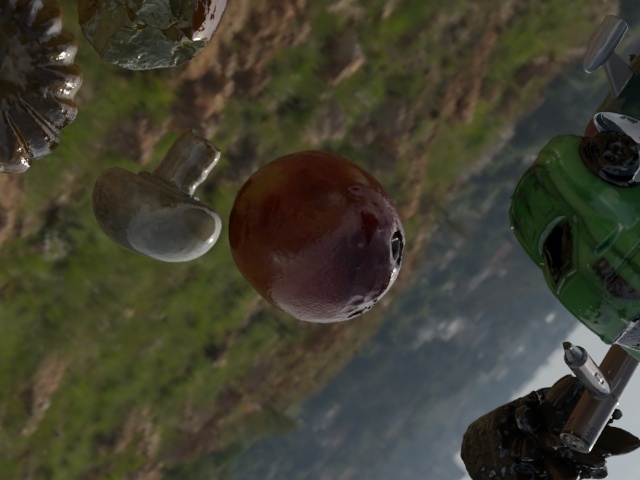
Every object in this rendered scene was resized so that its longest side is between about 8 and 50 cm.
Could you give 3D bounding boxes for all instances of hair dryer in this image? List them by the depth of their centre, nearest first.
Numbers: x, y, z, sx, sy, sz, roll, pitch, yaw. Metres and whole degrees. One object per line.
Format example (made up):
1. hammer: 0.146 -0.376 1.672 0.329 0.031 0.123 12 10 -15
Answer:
1. hair dryer: 0.395 0.173 1.874 0.195 0.053 0.220 -54 139 -22

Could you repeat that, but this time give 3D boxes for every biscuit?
1. biscuit: -0.459 -0.239 1.706 0.326 0.326 0.107 -40 -165 -31

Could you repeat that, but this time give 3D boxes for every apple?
1. apple: -0.173 -0.272 1.389 0.158 0.156 0.147 -42 -167 45

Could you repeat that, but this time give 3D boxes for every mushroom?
1. mushroom: -0.241 -0.062 1.970 0.206 0.206 0.209 -31 152 -57

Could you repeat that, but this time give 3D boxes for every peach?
1. peach: 0.000 0.000 1.892 0.238 0.281 0.281 -23 156 -45

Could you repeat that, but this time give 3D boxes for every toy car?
1. toy car: 0.374 0.040 1.557 0.176 0.358 0.213 -43 169 -27

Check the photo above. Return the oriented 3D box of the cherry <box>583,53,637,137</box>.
1. cherry: 0.473 -0.194 2.042 0.090 0.107 0.225 -9 121 -28

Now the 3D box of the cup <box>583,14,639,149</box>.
1. cup: 0.471 -0.194 1.697 0.173 0.299 0.167 -56 -158 -6

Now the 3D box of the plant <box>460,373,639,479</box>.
1. plant: 0.375 0.327 2.115 0.194 0.182 0.320 -21 174 -29
